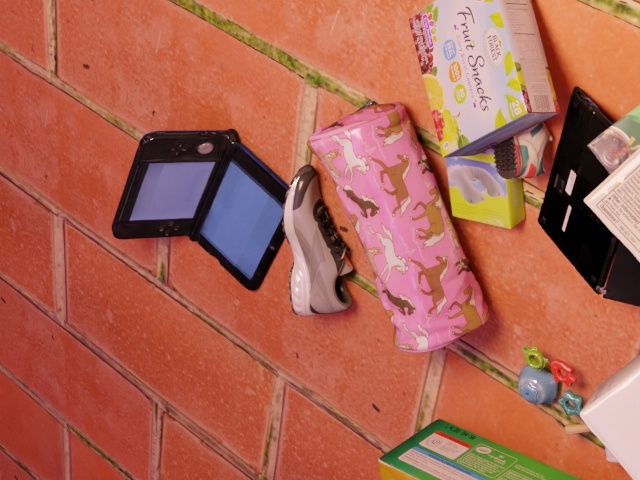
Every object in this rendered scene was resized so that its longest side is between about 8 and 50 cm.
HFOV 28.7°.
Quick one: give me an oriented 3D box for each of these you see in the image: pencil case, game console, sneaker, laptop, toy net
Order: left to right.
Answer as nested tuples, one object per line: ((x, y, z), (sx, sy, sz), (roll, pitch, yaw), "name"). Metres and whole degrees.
((-0.211, -0.044, 2.231), (0.293, 0.250, 0.173), (-62, 40, 47), "game console")
((0.000, 0.000, 2.102), (0.108, 0.100, 0.272), (1, 114, 20), "sneaker")
((0.121, -0.016, 1.899), (0.167, 0.160, 0.386), (-103, -11, -80), "pencil case")
((0.279, -0.162, 1.717), (0.057, 0.075, 0.161), (-8, 81, 57), "sneaker")
((0.395, 0.244, 1.868), (0.232, 0.045, 0.122), (33, 133, 26), "toy net")
((0.430, -0.046, 1.662), (0.264, 0.136, 0.234), (-122, 31, -44), "laptop")

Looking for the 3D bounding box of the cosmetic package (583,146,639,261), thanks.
((0.461, -0.094, 1.402), (0.296, 0.129, 0.153), (-44, 79, 20), "cosmetic package")

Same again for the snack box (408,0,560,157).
((0.215, -0.236, 1.671), (0.174, 0.070, 0.207), (-25, 75, 52), "snack box")

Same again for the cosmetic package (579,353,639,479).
((0.494, 0.122, 1.408), (0.385, 0.217, 0.156), (-40, 80, 14), "cosmetic package")

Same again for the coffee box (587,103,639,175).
((0.428, -0.130, 1.509), (0.184, 0.040, 0.113), (-38, 82, 15), "coffee box")

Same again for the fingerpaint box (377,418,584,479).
((0.324, 0.537, 2.016), (0.445, 0.163, 0.371), (17, 126, 48), "fingerpaint box")

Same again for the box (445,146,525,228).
((0.234, -0.112, 1.804), (0.109, 0.042, 0.178), (14, 125, 41), "box")
